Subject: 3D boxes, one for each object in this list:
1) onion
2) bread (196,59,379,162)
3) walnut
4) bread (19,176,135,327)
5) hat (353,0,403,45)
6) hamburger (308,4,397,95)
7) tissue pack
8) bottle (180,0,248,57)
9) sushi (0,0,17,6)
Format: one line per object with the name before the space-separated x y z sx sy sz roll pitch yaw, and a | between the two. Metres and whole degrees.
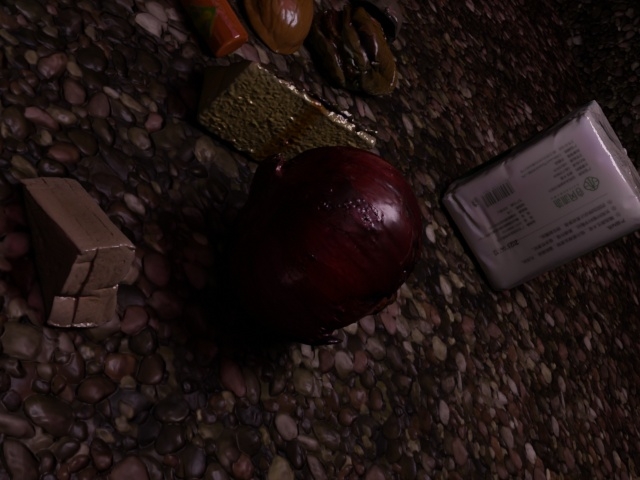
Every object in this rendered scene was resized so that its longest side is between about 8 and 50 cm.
onion | 0.000 0.000 0.922 0.276 0.276 0.276 29 46 -35
bread | -0.064 -0.185 1.103 0.266 0.142 0.178 30 5 -33
walnut | -0.067 -0.451 1.303 0.167 0.087 0.211 18 53 -46
bread | -0.283 0.010 0.781 0.077 0.105 0.152 0 34 -50
hat | 0.153 -0.548 1.634 0.147 0.085 0.175 50 38 -12
hamburger | 0.084 -0.387 1.408 0.206 0.130 0.183 -7 74 -54
tissue pack | 0.472 -0.086 1.472 0.266 0.356 0.194 59 33 -1
bottle | -0.192 -0.390 1.130 0.187 0.069 0.069 57 36 -1
sushi | -0.369 -0.453 0.775 0.285 0.328 0.328 28 31 -55
